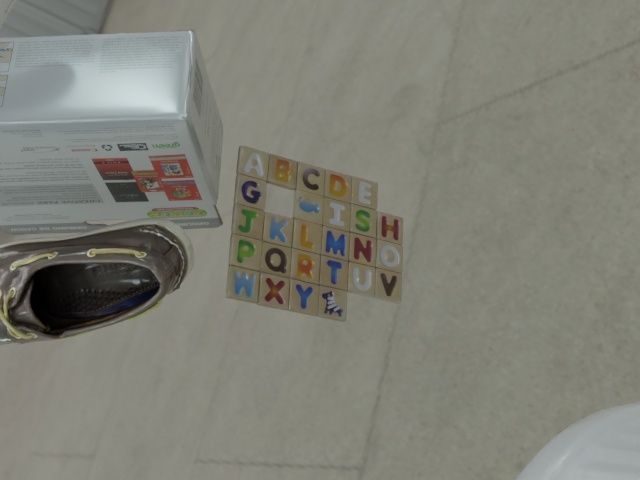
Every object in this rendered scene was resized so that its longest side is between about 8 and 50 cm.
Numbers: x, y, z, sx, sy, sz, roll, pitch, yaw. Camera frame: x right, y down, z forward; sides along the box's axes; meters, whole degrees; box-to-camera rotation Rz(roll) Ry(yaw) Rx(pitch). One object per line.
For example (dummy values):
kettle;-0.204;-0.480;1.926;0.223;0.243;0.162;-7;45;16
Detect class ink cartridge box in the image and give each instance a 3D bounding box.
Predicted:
ink cartridge box;-0.286;-0.124;1.280;0.272;0.309;0.130;81;-171;-62

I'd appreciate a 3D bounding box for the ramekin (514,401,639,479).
ramekin;0.194;0.205;0.440;0.127;0.273;0.273;-17;54;55

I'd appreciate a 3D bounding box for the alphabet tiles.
alphabet tiles;0.000;0.000;1.277;0.009;0.237;0.198;-35;47;56

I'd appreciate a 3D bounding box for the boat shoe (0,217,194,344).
boat shoe;-0.302;0.059;1.153;0.324;0.116;0.097;-14;18;13

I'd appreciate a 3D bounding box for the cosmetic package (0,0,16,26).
cosmetic package;-0.620;-0.357;1.773;0.060;0.099;0.239;-8;51;35
